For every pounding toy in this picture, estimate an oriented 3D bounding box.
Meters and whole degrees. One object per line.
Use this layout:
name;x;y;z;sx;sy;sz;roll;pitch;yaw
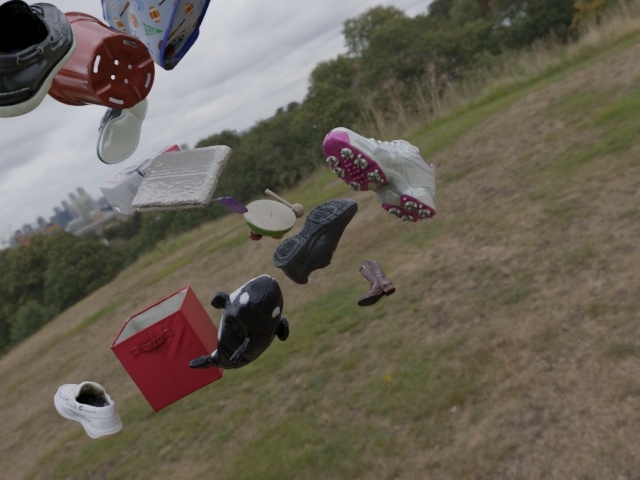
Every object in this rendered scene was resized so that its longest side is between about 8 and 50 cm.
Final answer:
pounding toy;-0.175;-0.061;2.321;0.182;0.110;0.237;23;37;11

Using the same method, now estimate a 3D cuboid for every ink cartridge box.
ink cartridge box;-0.527;-0.185;1.968;0.237;0.100;0.172;-39;23;-22

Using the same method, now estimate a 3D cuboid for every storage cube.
storage cube;-0.350;0.253;1.546;0.183;0.193;0.215;-29;15;3

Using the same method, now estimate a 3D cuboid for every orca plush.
orca plush;-0.160;0.180;1.170;0.287;0.151;0.102;-37;18;37

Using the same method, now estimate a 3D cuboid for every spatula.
spatula;-0.365;-0.138;2.120;0.296;0.030;0.084;16;-15;-39

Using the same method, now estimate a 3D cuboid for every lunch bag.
lunch bag;-0.571;-0.832;2.256;0.239;0.328;0.385;-37;-17;-54

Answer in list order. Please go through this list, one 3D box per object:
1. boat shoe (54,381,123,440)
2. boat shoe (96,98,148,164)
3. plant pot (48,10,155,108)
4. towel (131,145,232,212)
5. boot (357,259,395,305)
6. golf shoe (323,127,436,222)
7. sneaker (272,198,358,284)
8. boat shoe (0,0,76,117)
boat shoe;-0.553;0.380;1.560;0.277;0.096;0.098;11;17;44
boat shoe;-0.620;-0.340;2.000;0.099;0.116;0.320;-16;45;28
plant pot;-0.622;-0.493;1.842;0.265;0.273;0.272;23;43;40
towel;-0.375;-0.162;1.760;0.282;0.049;0.187;-1;59;34
boot;0.117;0.103;1.625;0.106;0.037;0.114;-20;50;-15
golf shoe;0.127;-0.155;1.323;0.115;0.306;0.140;-8;58;46
sneaker;0.000;0.000;1.791;0.286;0.130;0.109;-43;35;-10
boat shoe;-0.503;-0.343;1.102;0.127;0.113;0.340;0;43;0
